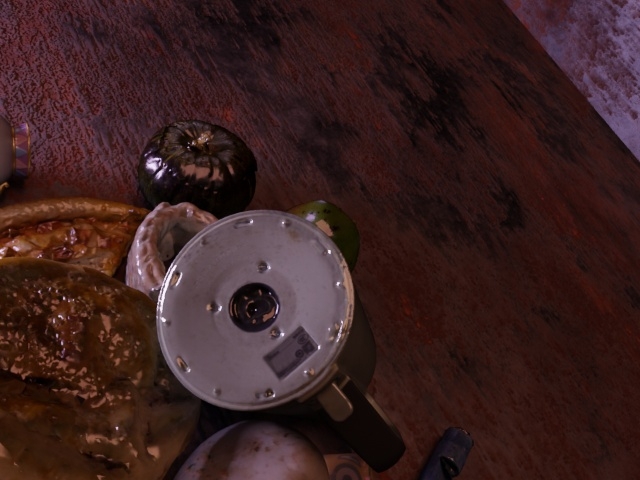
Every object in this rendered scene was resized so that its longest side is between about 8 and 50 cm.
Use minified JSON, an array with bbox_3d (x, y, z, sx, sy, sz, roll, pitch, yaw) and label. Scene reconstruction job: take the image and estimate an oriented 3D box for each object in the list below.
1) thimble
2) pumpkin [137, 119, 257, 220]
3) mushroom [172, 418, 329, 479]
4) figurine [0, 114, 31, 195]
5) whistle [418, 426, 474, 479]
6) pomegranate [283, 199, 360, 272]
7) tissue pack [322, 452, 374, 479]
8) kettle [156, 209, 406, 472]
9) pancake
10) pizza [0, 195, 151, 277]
[{"bbox_3d":[-0.232,0.058,1.065,0.196,0.148,0.229,6,55,-25],"label":"thimble"},{"bbox_3d":[-0.234,-0.136,1.205,0.238,0.159,0.237,11,52,-14],"label":"pumpkin"},{"bbox_3d":[-0.087,0.384,0.864,0.244,0.243,0.243,15,50,-18],"label":"mushroom"},{"bbox_3d":[-0.627,-0.150,1.020,0.264,0.142,0.189,-4,80,-30],"label":"figurine"},{"bbox_3d":[0.179,0.444,1.044,0.062,0.062,0.304,41,46,6],"label":"whistle"},{"bbox_3d":[0.000,0.000,1.230,0.181,0.181,0.224,38,25,3],"label":"pomegranate"},{"bbox_3d":[0.038,0.417,0.986,0.109,0.060,0.148,5,52,-24],"label":"tissue pack"},{"bbox_3d":[-0.010,0.174,0.895,0.250,0.376,0.361,-44,68,-6],"label":"kettle"},{"bbox_3d":[-0.327,0.163,0.791,0.387,0.082,0.386,26,33,-18],"label":"pancake"},{"bbox_3d":[-0.451,0.005,1.035,0.366,0.073,0.182,-10,51,-33],"label":"pizza"}]
